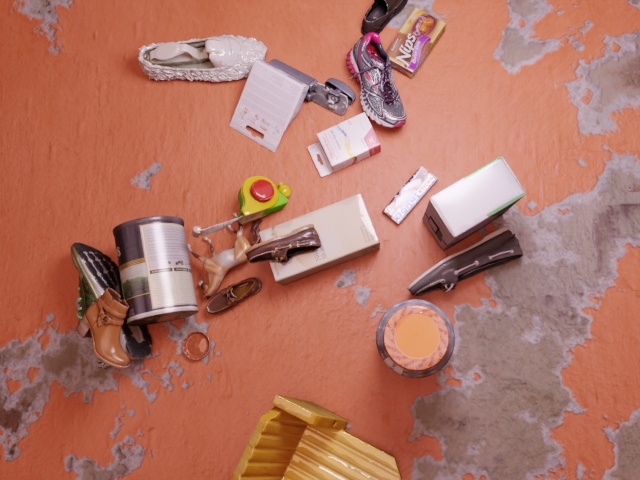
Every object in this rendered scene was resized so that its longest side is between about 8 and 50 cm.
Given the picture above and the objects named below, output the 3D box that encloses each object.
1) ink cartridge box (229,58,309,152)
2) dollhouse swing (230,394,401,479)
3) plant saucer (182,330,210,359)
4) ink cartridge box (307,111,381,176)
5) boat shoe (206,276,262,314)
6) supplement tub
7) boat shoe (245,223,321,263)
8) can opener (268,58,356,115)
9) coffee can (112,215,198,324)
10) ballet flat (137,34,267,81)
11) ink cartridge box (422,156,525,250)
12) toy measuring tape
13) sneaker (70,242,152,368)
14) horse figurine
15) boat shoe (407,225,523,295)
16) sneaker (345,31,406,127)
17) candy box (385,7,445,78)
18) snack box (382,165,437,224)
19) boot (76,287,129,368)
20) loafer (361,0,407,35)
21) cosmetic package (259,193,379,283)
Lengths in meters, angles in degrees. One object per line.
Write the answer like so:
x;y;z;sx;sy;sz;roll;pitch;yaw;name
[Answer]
-0.158;-0.409;1.871;0.181;0.056;0.224;32;117;12;ink cartridge box
-0.011;0.632;1.568;0.305;0.315;0.346;23;82;31;dollhouse swing
-0.362;0.307;1.799;0.084;0.013;0.083;-1;79;7;plant saucer
0.067;-0.282;1.825;0.198;0.067;0.115;-25;78;2;ink cartridge box
-0.258;0.158;1.789;0.178;0.060;0.064;-29;78;1;boat shoe
0.241;0.253;1.578;0.194;0.316;0.193;-1;80;8;supplement tub
-0.101;0.023;1.673;0.207;0.073;0.073;-21;76;3;boat shoe
-0.027;-0.478;1.884;0.284;0.076;0.095;30;53;12;can opener
-0.470;0.088;1.756;0.202;0.201;0.275;-13;78;5;coffee can
-0.373;-0.566;1.901;0.409;0.147;0.146;-5;79;6;ballet flat
0.397;-0.088;1.637;0.211;0.289;0.121;-31;80;1;ink cartridge box
-0.234;-0.110;1.772;0.330;0.121;0.121;-22;76;-27;toy measuring tape
-0.665;0.197;1.797;0.182;0.158;0.410;-32;75;9;sneaker
-0.275;0.033;1.810;0.263;0.066;0.174;-32;68;3;horse figurine
0.403;0.078;1.695;0.335;0.112;0.095;-30;73;-3;boat shoe
0.169;-0.466;1.802;0.121;0.112;0.299;-17;77;-32;sneaker
0.283;-0.598;1.863;0.109;0.053;0.186;34;84;12;candy box
0.261;-0.132;1.796;0.064;0.022;0.178;40;86;11;snack box
-0.560;0.238;1.665;0.197;0.073;0.152;40;98;10;boot
0.205;-0.724;1.882;0.080;0.078;0.220;32;85;12;loafer
0.000;0.000;1.760;0.310;0.113;0.160;-22;78;2;cosmetic package
